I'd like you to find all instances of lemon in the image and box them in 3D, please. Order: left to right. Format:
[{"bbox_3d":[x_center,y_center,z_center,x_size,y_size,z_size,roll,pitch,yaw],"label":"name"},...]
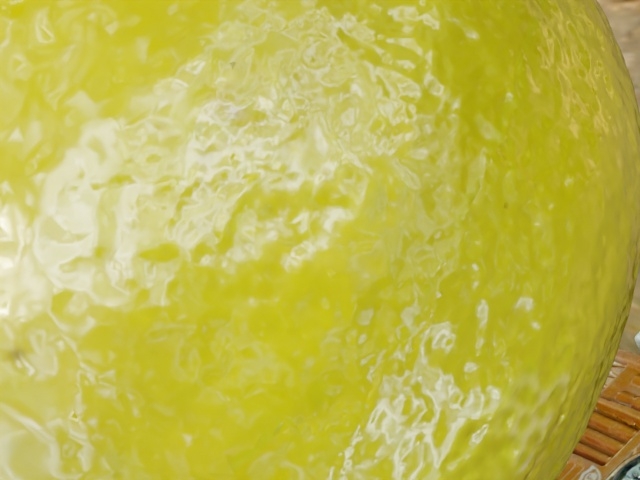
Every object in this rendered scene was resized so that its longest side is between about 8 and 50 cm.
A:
[{"bbox_3d":[-0.039,0.010,0.542,0.240,0.240,0.219,28,65,-7],"label":"lemon"}]

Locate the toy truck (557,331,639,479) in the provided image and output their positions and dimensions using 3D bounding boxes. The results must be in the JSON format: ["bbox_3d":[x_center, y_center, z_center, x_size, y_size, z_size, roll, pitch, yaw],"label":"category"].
[{"bbox_3d":[0.211,0.145,1.196,0.305,0.162,0.136,-42,124,-19],"label":"toy truck"}]
